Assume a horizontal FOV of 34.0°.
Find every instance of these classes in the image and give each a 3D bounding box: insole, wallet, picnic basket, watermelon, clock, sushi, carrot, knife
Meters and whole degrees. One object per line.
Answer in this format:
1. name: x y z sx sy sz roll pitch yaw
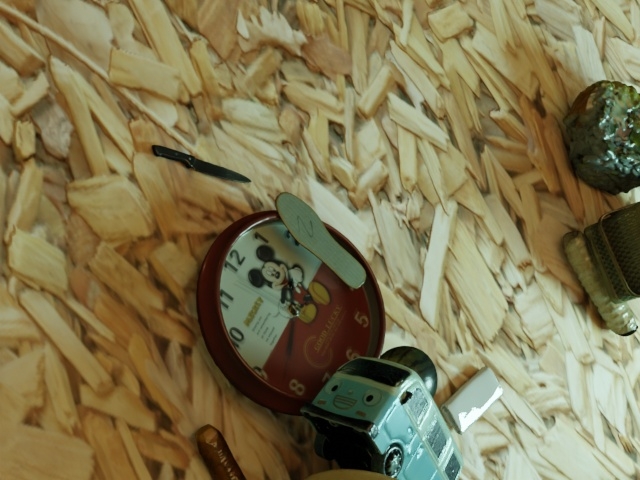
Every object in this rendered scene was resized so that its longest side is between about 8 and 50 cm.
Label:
1. insole: 0.000 0.000 1.579 0.188 0.004 0.064 46 54 -9
2. wallet: 0.253 0.265 1.737 0.122 0.025 0.061 -36 94 -35
3. picnic basket: 0.622 0.010 1.944 0.266 0.139 0.165 -8 74 -48
4. watermelon: 0.137 0.213 1.633 0.133 0.105 0.105 -29 93 -52
5. clock: -0.041 0.106 1.560 0.318 0.080 0.318 13 64 -28
6. sushi: 0.592 -0.191 2.022 0.274 0.139 0.184 22 67 -19
7. carrot: -0.121 0.335 1.467 0.042 0.042 0.171 -38 99 -35
8. knife: -0.178 -0.113 1.581 0.170 0.010 0.023 16 67 -30

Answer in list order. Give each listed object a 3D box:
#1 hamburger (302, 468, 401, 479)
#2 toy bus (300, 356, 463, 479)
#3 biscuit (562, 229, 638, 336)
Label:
1. hamburger: 0.056 0.442 1.406 0.300 0.300 0.176 36 47 -19
2. toy bus: 0.100 0.284 1.498 0.165 0.133 0.271 -53 134 -28
3. biscuit: 0.516 0.082 1.944 0.055 0.061 0.219 -32 97 -8
